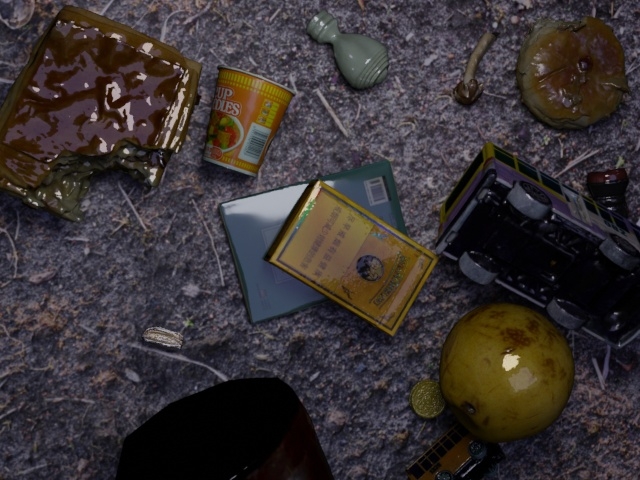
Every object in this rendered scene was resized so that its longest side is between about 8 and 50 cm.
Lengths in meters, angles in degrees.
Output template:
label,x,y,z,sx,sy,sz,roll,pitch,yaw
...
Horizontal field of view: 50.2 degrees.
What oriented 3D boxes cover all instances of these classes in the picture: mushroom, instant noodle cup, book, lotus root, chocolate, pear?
label,x,y,z,sx,sy,sz,roll,pitch,yaw
mushroom,0.345,-0.382,1.486,0.060,0.061,0.187,23,82,-5
instant noodle cup,-0.152,-0.229,1.349,0.168,0.168,0.185,18,95,-10
book,0.000,0.000,1.433,0.379,0.031,0.264,-14,93,-10
lotus root,-0.317,0.197,1.374,0.083,0.030,0.037,16,58,-13
chocolate,-0.149,0.482,1.272,0.383,0.383,0.331,-22,108,-10
pear,0.370,0.264,1.380,0.280,0.281,0.281,0,90,-11

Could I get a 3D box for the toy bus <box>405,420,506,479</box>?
label,x,y,z,sx,sy,sz,roll,pitch,yaw
toy bus,0.279,0.476,1.445,0.201,0.114,0.098,-40,126,-8

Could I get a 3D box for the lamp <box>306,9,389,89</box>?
label,x,y,z,sx,sy,sz,roll,pitch,yaw
lamp,0.060,-0.396,1.413,0.193,0.106,0.106,42,83,1

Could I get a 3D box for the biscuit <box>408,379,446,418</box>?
label,x,y,z,sx,sy,sz,roll,pitch,yaw
biscuit,0.234,0.345,1.483,0.084,0.023,0.084,0,90,-11

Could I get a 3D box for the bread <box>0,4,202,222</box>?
label,x,y,z,sx,sy,sz,roll,pitch,yaw
bread,-0.418,-0.214,1.275,0.314,0.191,0.370,23,91,-15

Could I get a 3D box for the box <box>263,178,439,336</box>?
label,x,y,z,sx,sy,sz,roll,pitch,yaw
box,0.063,0.036,1.386,0.301,0.084,0.193,32,87,-11

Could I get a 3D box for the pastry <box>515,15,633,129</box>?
label,x,y,z,sx,sy,sz,roll,pitch,yaw
pastry,0.551,-0.364,1.490,0.257,0.121,0.236,2,90,-10

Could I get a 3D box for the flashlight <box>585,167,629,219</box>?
label,x,y,z,sx,sy,sz,roll,pitch,yaw
flashlight,0.652,-0.043,1.529,0.093,0.093,0.232,-10,95,-11

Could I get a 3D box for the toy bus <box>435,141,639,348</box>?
label,x,y,z,sx,sy,sz,roll,pitch,yaw
toy bus,0.474,0.006,1.394,0.439,0.249,0.209,28,119,-5
